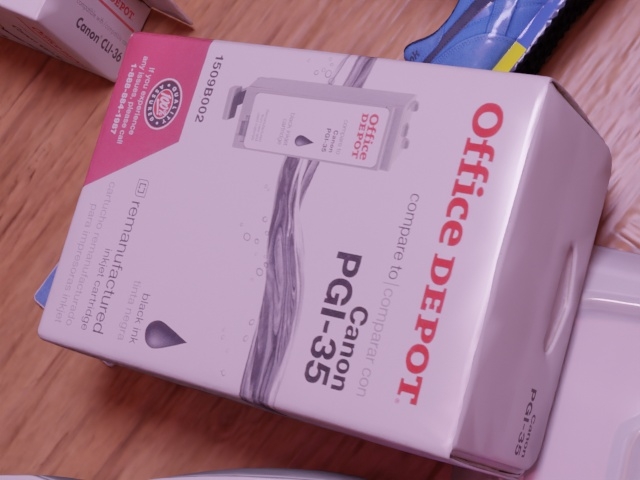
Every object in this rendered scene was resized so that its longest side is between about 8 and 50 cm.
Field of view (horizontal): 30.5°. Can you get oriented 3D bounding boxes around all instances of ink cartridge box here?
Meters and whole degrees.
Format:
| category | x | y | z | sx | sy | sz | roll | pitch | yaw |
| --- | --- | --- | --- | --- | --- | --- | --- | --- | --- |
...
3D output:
| category | x | y | z | sx | sy | sz | roll | pitch | yaw |
| --- | --- | --- | --- | --- | --- | --- | --- | --- | --- |
| ink cartridge box | -0.200 | -0.175 | 0.815 | 0.198 | 0.115 | 0.067 | 22 | 85 | 22 |
| ink cartridge box | 0.000 | 0.000 | 0.685 | 0.283 | 0.117 | 0.207 | 11 | 80 | 31 |

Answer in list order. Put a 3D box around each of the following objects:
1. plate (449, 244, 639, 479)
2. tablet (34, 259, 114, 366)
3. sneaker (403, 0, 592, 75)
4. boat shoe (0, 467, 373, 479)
| category | x | y | z | sx | sy | sz | roll | pitch | yaw |
| --- | --- | --- | --- | --- | --- | --- | --- | --- | --- |
| plate | 0.202 | 0.144 | 0.647 | 0.277 | 0.045 | 0.278 | 10 | 82 | 20 |
| tablet | -0.156 | 0.042 | 0.810 | 0.083 | 0.006 | 0.054 | 37 | 91 | 23 |
| sneaker | 0.135 | -0.172 | 0.726 | 0.082 | 0.069 | 0.209 | 42 | 94 | 18 |
| boat shoe | -0.100 | 0.186 | 0.708 | 0.302 | 0.114 | 0.091 | -9 | 74 | 29 |
